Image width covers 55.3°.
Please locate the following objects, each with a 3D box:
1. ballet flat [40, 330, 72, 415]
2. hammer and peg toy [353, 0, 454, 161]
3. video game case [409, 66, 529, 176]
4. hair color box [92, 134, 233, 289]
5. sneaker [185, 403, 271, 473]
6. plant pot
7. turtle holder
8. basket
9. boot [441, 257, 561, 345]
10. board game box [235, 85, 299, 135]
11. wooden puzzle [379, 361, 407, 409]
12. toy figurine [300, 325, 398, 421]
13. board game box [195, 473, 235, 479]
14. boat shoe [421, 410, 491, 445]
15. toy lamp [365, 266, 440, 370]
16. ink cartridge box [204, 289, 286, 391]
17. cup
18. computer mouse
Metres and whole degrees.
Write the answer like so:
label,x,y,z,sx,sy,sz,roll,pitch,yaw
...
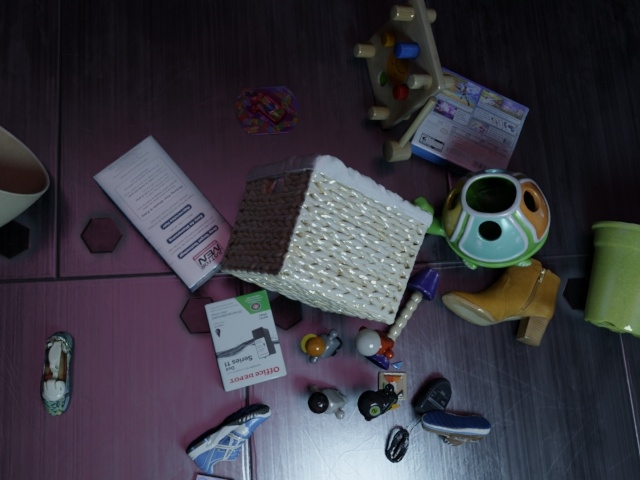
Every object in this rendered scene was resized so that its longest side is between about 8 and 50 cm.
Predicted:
label,x,y,z,sx,sy,sz,roll,pitch,yaw
ballet flat,-0.599,0.298,1.373,0.070,0.070,0.188,-1,79,-9
hammer and peg toy,0.223,-0.398,1.550,0.127,0.266,0.361,-6,78,-29
video game case,0.399,-0.303,1.659,0.270,0.061,0.244,25,77,-4
hair color box,-0.358,-0.061,1.464,0.174,0.105,0.347,-41,87,-15
sneaker,-0.200,0.451,1.405,0.211,0.080,0.081,-32,91,-4
plant pot,0.797,0.112,1.554,0.276,0.276,0.253,20,88,-5
turtle holder,0.398,-0.077,1.511,0.320,0.227,0.243,29,80,28
basket,0.000,0.000,1.352,0.331,0.328,0.266,26,77,-30
boot,0.468,0.123,1.573,0.295,0.104,0.211,24,70,-7
board game box,-0.137,-0.345,1.596,0.169,0.033,0.133,-6,79,-10
wooden puzzle,0.180,0.362,1.511,0.079,0.014,0.116,-4,79,-10
toy figurine,0.066,0.304,1.399,0.210,0.148,0.213,-5,80,24
board game box,-0.247,0.586,1.393,0.090,0.020,0.090,13,77,-6
boat shoe,0.323,0.463,1.479,0.183,0.066,0.066,11,112,-14
toy lamp,0.209,0.187,1.519,0.080,0.080,0.274,35,74,-1
ink cartridge box,-0.177,0.237,1.441,0.153,0.087,0.208,-14,82,-11
cup,-0.806,-0.121,1.325,0.331,0.331,0.237,41,102,1
computer mouse,0.237,0.437,1.497,0.071,0.041,0.242,45,79,-24
